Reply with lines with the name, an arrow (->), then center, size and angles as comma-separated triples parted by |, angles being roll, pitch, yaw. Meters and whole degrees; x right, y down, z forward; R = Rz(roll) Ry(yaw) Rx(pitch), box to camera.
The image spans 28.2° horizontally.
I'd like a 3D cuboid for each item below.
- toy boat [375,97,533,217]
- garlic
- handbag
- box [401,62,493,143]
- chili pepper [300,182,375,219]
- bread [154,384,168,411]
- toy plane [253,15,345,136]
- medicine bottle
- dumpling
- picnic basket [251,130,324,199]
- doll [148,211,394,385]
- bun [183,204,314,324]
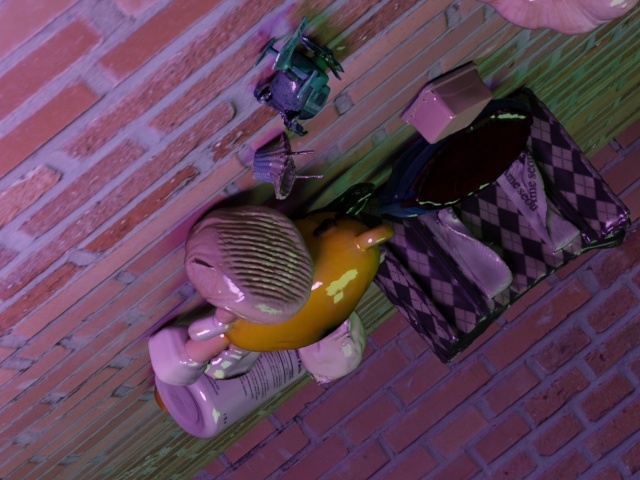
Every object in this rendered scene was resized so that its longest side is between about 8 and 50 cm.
toy boat -> 0.215, -0.132, 2.041 | 0.309, 0.129, 0.142 | -36, -163, -12
garlic -> 0.243, -0.329, 1.273 | 0.218, 0.218, 0.212 | -52, -168, 47
handbag -> 0.287, -0.024, 2.158 | 0.416, 0.316, 0.180 | -36, 161, -15
box -> 0.186, -0.195, 1.833 | 0.122, 0.062, 0.089 | -28, 164, -40
chili pepper -> -0.001, 0.000, 1.955 | 0.122, 0.065, 0.279 | -3, 152, -15
bread -> -0.255, 0.249, 2.176 | 0.049, 0.062, 0.103 | 9, 149, -15
toy plane -> -0.021, -0.168, 1.326 | 0.096, 0.060, 0.235 | -48, 171, 5
medicine bottle -> -0.123, 0.197, 2.136 | 0.289, 0.157, 0.157 | -32, 166, -32
dumpling -> 0.023, 0.150, 2.079 | 0.199, 0.118, 0.136 | 118, -12, -55
picnic basket -> -0.040, -0.090, 1.517 | 0.083, 0.083, 0.065 | 3, 152, 8
doll -> -0.059, 0.094, 1.863 | 0.423, 0.161, 0.348 | -31, 170, 9
bun -> -0.100, 0.034, 1.620 | 0.113, 0.173, 0.166 | -32, -154, 41
